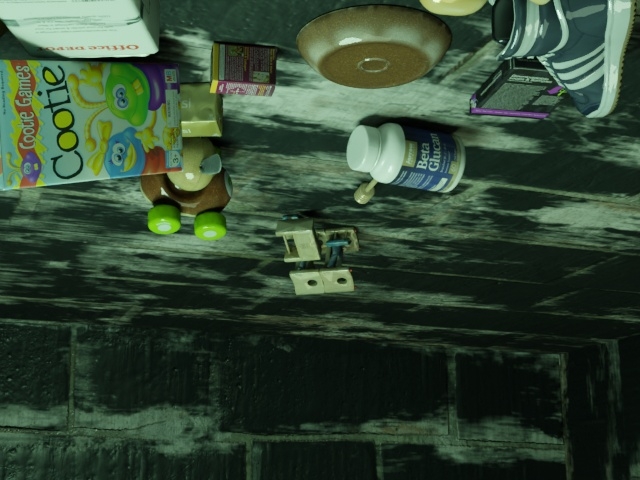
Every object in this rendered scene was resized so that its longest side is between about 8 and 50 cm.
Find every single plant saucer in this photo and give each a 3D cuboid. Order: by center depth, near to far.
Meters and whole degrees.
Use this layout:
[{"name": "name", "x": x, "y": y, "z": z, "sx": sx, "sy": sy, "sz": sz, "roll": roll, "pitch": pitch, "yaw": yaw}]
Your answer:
[{"name": "plant saucer", "x": 0.068, "y": -0.237, "z": 1.290, "sx": 0.199, "sy": 0.036, "sz": 0.198, "roll": 0, "pitch": 164, "yaw": 0}]

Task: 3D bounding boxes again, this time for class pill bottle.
[{"name": "pill bottle", "x": 0.131, "y": -0.131, "z": 1.565, "sx": 0.169, "sy": 0.094, "sz": 0.094, "roll": 7, "pitch": 163, "yaw": -25}]

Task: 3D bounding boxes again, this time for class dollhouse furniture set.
[{"name": "dollhouse furniture set", "x": 0.000, "y": 0.000, "z": 2.060, "sx": 0.129, "sy": 0.129, "sz": 0.183, "roll": -4, "pitch": 134, "yaw": 13}]

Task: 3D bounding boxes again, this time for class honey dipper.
[{"name": "honey dipper", "x": 0.097, "y": -0.106, "z": 1.788, "sx": 0.030, "sy": 0.030, "sz": 0.160, "roll": 4, "pitch": 160, "yaw": -16}]

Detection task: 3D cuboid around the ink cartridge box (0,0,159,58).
[{"name": "ink cartridge box", "x": -0.263, "y": -0.273, "z": 1.056, "sx": 0.153, "sy": 0.087, "sz": 0.208, "roll": -1, "pitch": 165, "yaw": 3}]

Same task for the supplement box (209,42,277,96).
[{"name": "supplement box", "x": -0.100, "y": -0.221, "z": 1.311, "sx": 0.083, "sy": 0.055, "sz": 0.043, "roll": 3, "pitch": 166, "yaw": -10}]

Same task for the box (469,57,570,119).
[{"name": "box", "x": 0.288, "y": -0.211, "z": 1.398, "sx": 0.116, "sy": 0.029, "sz": 0.162, "roll": 3, "pitch": 166, "yaw": -13}]

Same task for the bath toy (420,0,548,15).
[{"name": "bath toy", "x": 0.060, "y": -0.293, "z": 0.942, "sx": 0.348, "sy": 0.129, "sz": 0.151, "roll": 2, "pitch": 121, "yaw": -15}]

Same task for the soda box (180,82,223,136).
[{"name": "soda box", "x": -0.231, "y": -0.183, "z": 1.433, "sx": 0.181, "sy": 0.061, "sz": 0.058, "roll": -1, "pitch": 164, "yaw": 3}]

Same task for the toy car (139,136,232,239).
[{"name": "toy car", "x": -0.183, "y": -0.113, "z": 1.557, "sx": 0.149, "sy": 0.155, "sz": 0.188, "roll": 8, "pitch": 150, "yaw": -27}]

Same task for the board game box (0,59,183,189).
[{"name": "board game box", "x": -0.314, "y": -0.144, "z": 1.224, "sx": 0.144, "sy": 0.142, "sz": 0.275, "roll": 5, "pitch": -170, "yaw": 36}]

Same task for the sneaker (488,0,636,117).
[{"name": "sneaker", "x": 0.277, "y": -0.228, "z": 1.196, "sx": 0.153, "sy": 0.099, "sz": 0.282, "roll": -7, "pitch": 157, "yaw": 7}]

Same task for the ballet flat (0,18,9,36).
[{"name": "ballet flat", "x": -0.377, "y": -0.286, "z": 1.078, "sx": 0.073, "sy": 0.080, "sz": 0.232, "roll": -27, "pitch": 169, "yaw": -7}]
